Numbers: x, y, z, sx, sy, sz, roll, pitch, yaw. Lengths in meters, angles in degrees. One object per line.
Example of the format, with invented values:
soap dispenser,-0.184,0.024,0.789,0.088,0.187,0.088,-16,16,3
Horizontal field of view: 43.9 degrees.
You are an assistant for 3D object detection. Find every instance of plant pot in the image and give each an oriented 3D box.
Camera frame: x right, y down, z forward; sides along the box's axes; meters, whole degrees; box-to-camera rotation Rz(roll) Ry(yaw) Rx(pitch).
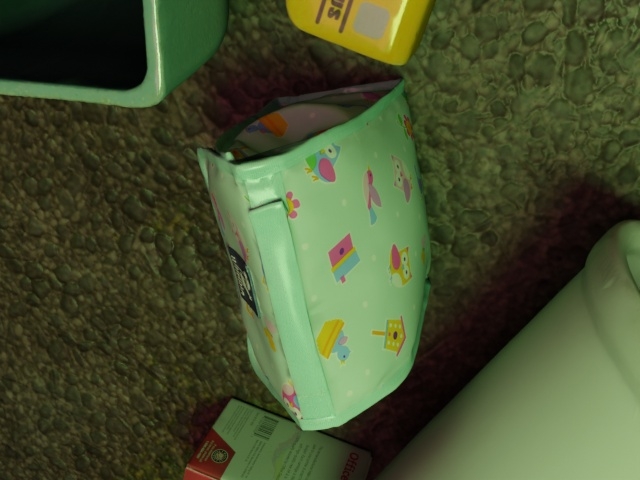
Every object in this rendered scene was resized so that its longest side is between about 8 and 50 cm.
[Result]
plant pot,-0.185,-0.259,0.618,0.247,0.252,0.248,7,113,15

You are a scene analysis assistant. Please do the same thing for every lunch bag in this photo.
lunch bag,0.000,0.000,0.662,0.160,0.262,0.223,-5,110,18

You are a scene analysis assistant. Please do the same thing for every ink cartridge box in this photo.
ink cartridge box,-0.046,0.260,0.853,0.175,0.127,0.072,20,117,9

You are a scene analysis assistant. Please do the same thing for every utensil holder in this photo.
utensil holder,0.235,0.231,0.656,0.327,0.327,0.385,37,119,0

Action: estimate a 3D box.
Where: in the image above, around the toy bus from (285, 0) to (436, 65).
toy bus,0.066,-0.316,0.600,0.130,0.108,0.333,23,116,6
